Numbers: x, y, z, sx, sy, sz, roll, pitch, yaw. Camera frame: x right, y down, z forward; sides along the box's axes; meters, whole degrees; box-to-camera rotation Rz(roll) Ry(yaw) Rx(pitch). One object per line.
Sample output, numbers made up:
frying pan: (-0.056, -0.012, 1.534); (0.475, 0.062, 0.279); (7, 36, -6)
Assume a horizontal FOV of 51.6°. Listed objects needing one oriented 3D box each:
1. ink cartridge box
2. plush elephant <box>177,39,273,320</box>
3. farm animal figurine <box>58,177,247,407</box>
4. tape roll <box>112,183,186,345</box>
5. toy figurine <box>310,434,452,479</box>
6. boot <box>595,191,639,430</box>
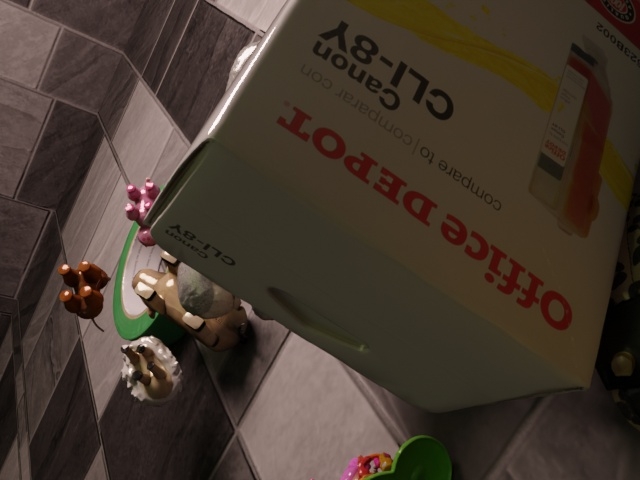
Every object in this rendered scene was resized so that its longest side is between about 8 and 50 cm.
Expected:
ink cartridge box: (0.092, -0.104, 0.512); (0.160, 0.279, 0.384); (-35, 25, 58)
plush elephant: (0.056, -0.013, 0.685); (0.256, 0.330, 0.271); (26, 103, 27)
farm animal figurine: (-0.229, 0.064, 1.085); (0.330, 0.172, 0.327); (-39, 65, -13)
tape roll: (-0.314, 0.048, 1.325); (0.321, 0.077, 0.321); (-30, 51, 45)
toy figurine: (0.040, 0.275, 0.697); (0.173, 0.130, 0.159); (-58, 19, -21)
boot: (0.312, 0.065, 0.368); (0.284, 0.138, 0.377); (-31, 47, 43)
